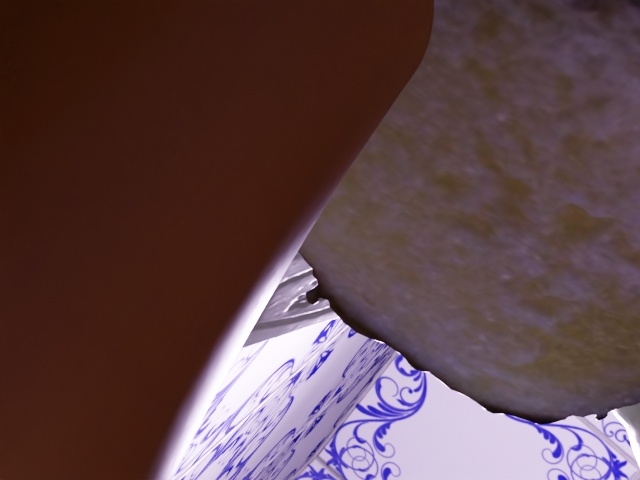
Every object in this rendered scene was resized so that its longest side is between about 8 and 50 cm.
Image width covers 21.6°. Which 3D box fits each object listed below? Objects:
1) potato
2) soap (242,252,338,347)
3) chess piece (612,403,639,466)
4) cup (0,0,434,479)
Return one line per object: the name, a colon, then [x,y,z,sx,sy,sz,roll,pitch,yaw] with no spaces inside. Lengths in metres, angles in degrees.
potato: [0.104,-0.094,0.835,0.289,0.301,0.237,-15,-141,37]
soap: [0.000,0.000,1.012,0.183,0.064,0.121,-17,156,-30]
chess piece: [0.212,0.033,1.171,0.234,0.442,0.234,-48,171,-10]
cup: [-0.092,0.018,0.393,0.264,0.182,0.226,-53,157,-26]
